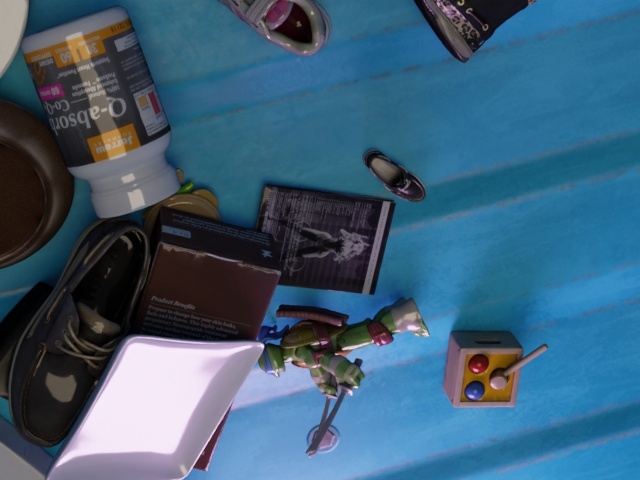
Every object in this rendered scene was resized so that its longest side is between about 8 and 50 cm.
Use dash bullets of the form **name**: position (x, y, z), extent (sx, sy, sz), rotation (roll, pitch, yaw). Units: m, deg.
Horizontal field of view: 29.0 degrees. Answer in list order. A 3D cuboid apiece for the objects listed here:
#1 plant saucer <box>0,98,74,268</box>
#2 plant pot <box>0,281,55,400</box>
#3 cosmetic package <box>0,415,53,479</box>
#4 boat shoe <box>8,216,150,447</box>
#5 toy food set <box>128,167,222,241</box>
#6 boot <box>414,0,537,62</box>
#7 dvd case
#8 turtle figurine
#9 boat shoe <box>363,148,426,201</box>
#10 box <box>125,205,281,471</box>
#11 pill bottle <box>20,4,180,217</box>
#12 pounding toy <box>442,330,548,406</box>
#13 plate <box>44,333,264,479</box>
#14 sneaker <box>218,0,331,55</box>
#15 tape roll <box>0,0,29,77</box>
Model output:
- **plant saucer**: position (-0.519, -0.067, 1.825), extent (0.310, 0.050, 0.310), rotation (-7, 126, -10)
- **plant pot**: position (-0.410, 0.169, 1.908), extent (0.188, 0.187, 0.167), rotation (27, 88, -18)
- **cosmetic package**: position (-0.496, 0.392, 2.019), extent (0.117, 0.085, 0.231), rotation (-42, 110, 7)
- **boat shoe**: position (-0.346, 0.122, 1.778), extent (0.132, 0.130, 0.355), rotation (23, 76, -20)
- **toy food set**: position (-0.213, -0.026, 1.946), extent (0.132, 0.038, 0.192), rotation (-33, 123, 9)
- **boot**: position (0.221, -0.406, 1.856), extent (0.178, 0.085, 0.236), rotation (-35, 118, 1)
- **dvd case**: position (0.000, 0.000, 1.992), extent (0.221, 0.018, 0.164), rotation (7, 108, -17)
- **turtle figurine**: position (0.053, 0.212, 1.996), extent (0.266, 0.275, 0.198), rotation (-25, 147, -5)
- **boat shoe**: position (0.121, -0.099, 1.974), extent (0.125, 0.038, 0.046), rotation (41, 99, -21)
- **box**: position (-0.213, 0.157, 1.934), extent (0.191, 0.143, 0.381), rotation (15, 115, -15)
- **pill bottle**: position (-0.309, -0.184, 1.783), extent (0.162, 0.162, 0.278), rotation (-20, 104, -3)
- **pounding toy**: position (0.293, 0.214, 2.086), extent (0.141, 0.100, 0.130), rotation (1, 110, -11)
- **plate**: position (-0.245, 0.241, 1.813), extent (0.278, 0.045, 0.277), rotation (9, 118, -49)
- **sneaker**: position (-0.081, -0.357, 1.803), extent (0.252, 0.111, 0.103), rotation (32, 102, -19)
- **tape roll**: position (-0.604, -0.354, 1.731), extent (0.392, 0.072, 0.392), rotation (-3, 111, -8)
